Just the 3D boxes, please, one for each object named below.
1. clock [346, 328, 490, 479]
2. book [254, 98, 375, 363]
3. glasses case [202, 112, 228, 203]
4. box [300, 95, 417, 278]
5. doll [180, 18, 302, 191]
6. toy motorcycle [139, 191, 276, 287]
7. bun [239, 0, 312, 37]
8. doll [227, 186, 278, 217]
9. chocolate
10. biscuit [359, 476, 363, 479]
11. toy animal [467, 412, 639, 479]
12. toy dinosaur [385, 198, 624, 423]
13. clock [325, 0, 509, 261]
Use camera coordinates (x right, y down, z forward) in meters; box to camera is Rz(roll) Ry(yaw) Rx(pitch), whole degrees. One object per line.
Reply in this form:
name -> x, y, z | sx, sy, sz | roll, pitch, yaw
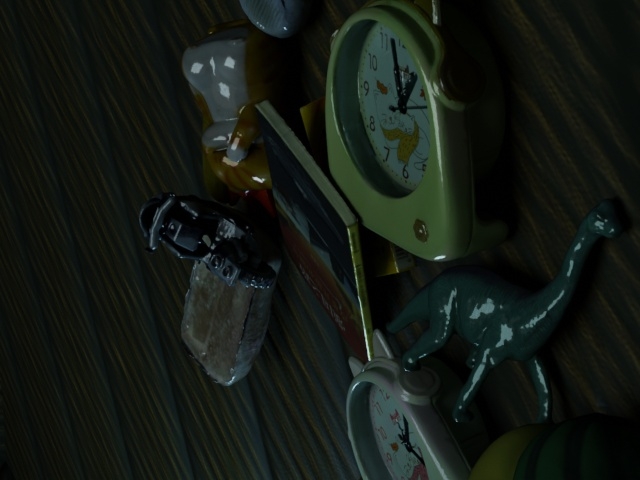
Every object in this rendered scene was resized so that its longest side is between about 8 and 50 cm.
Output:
clock -> 0.139, 0.280, 1.951 | 0.324, 0.108, 0.265 | 65, 156, 14
book -> 0.000, 0.000, 2.045 | 0.262, 0.028, 0.374 | 53, 164, 34
glasses case -> -0.162, -0.169, 2.346 | 0.079, 0.064, 0.234 | -130, 35, -48
box -> 0.052, -0.079, 2.009 | 0.152, 0.043, 0.269 | -14, 91, 62
doll -> -0.114, -0.201, 2.139 | 0.166, 0.162, 0.270 | 0, 99, 36
toy motorcycle -> -0.190, -0.004, 2.246 | 0.270, 0.159, 0.106 | 41, 113, 42
bun -> -0.059, -0.364, 2.035 | 0.141, 0.083, 0.141 | 42, 146, 37
doll -> -0.122, -0.120, 2.289 | 0.109, 0.057, 0.169 | 16, 131, 39
chocolate -> -0.141, 0.093, 2.394 | 0.185, 0.100, 0.303 | 46, 133, 43
biscuit -> 0.070, 0.497, 2.304 | 0.139, 0.016, 0.231 | 60, 149, 29
toy animal -> 0.273, 0.300, 1.630 | 0.338, 0.216, 0.191 | 136, 139, -56
toy dinosaur -> 0.211, 0.043, 1.738 | 0.383, 0.129, 0.331 | 36, 125, 48
clock -> 0.120, -0.167, 1.761 | 0.286, 0.117, 0.348 | 33, 131, 53
